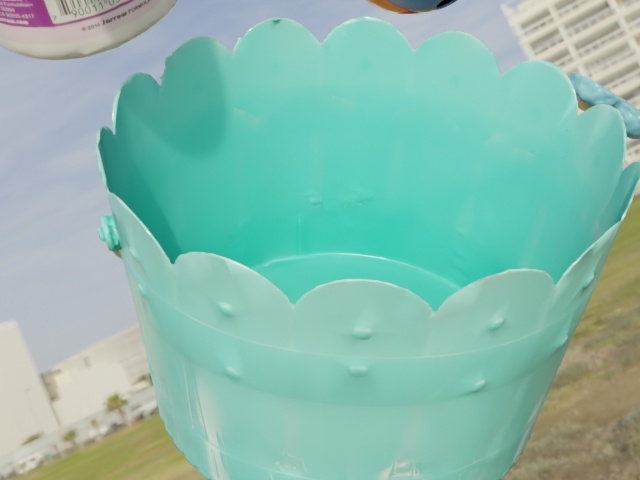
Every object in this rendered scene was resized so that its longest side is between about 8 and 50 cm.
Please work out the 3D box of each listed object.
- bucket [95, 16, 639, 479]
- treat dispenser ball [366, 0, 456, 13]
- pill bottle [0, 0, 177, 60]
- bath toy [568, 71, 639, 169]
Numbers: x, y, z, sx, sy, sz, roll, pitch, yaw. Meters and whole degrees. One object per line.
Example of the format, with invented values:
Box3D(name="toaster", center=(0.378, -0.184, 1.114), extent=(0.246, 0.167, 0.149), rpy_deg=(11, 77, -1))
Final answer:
Box3D(name="bucket", center=(0.020, 0.009, 0.513), extent=(0.281, 0.281, 0.183), rpy_deg=(-22, -45, -31))
Box3D(name="treat dispenser ball", center=(0.158, -0.534, 1.544), extent=(0.288, 0.288, 0.288), rpy_deg=(-25, -4, -2))
Box3D(name="pill bottle", center=(-0.207, -0.290, 0.620), extent=(0.169, 0.169, 0.301), rpy_deg=(-24, -41, -12))
Box3D(name="bath toy", center=(0.294, -0.047, 1.208), extent=(0.129, 0.151, 0.348), rpy_deg=(1, -61, -59))
